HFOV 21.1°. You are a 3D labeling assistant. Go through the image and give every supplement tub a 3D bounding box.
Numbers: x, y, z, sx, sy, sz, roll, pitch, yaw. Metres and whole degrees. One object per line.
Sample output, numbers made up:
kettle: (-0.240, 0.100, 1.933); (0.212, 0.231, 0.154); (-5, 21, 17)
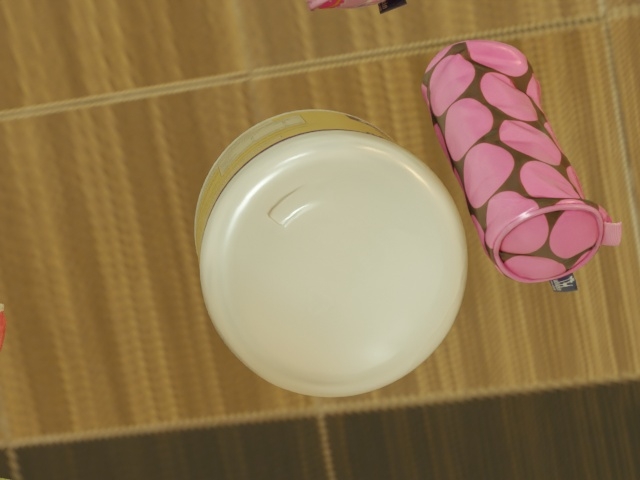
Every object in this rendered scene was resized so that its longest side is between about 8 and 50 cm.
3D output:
supplement tub: (0.000, 0.000, 1.647); (0.241, 0.331, 0.241); (-1, 100, -5)

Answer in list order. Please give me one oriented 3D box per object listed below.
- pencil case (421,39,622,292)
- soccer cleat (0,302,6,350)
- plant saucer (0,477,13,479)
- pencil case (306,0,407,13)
pencil case: (0.146, -0.063, 1.278); (0.098, 0.209, 0.095); (-14, 138, -4)
soccer cleat: (-0.382, 0.091, 1.480); (0.083, 0.248, 0.095); (27, 109, 41)
plant saucer: (-0.330, 0.361, 1.928); (0.241, 0.241, 0.037); (34, 110, 3)
pencil case: (0.012, -0.323, 1.368); (0.124, 0.124, 0.284); (-16, 92, 17)
